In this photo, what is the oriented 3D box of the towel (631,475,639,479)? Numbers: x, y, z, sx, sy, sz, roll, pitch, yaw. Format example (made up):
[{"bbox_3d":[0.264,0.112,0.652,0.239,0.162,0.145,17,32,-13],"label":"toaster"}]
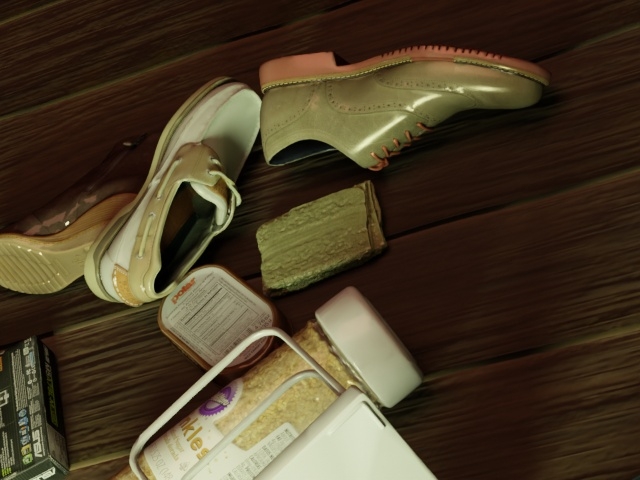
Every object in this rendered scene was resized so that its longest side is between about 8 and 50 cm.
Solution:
[{"bbox_3d":[0.147,0.310,1.526,0.271,0.370,0.040,-41,76,-14],"label":"towel"}]

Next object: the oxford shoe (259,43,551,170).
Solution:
[{"bbox_3d":[0.090,-0.138,2.172,0.348,0.123,0.130,-2,78,32],"label":"oxford shoe"}]

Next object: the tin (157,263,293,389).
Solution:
[{"bbox_3d":[-0.104,0.090,2.136,0.106,0.040,0.189,-42,41,-11],"label":"tin"}]

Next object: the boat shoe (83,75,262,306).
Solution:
[{"bbox_3d":[-0.140,-0.051,2.228,0.103,0.113,0.302,11,63,44],"label":"boat shoe"}]

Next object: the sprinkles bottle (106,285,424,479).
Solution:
[{"bbox_3d":[-0.070,0.197,1.949,0.355,0.121,0.121,-38,41,0],"label":"sprinkles bottle"}]

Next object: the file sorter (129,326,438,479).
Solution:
[{"bbox_3d":[-0.004,0.242,1.749,0.193,0.278,0.173,-43,37,-5],"label":"file sorter"}]

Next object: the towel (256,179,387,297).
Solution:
[{"bbox_3d":[0.000,0.000,2.149,0.148,0.027,0.110,-23,44,15],"label":"towel"}]

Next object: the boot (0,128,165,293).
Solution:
[{"bbox_3d":[-0.278,-0.038,2.362,0.248,0.090,0.207,-8,37,32],"label":"boot"}]

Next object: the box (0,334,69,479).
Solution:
[{"bbox_3d":[-0.373,0.219,2.204,0.184,0.045,0.191,-30,42,13],"label":"box"}]
